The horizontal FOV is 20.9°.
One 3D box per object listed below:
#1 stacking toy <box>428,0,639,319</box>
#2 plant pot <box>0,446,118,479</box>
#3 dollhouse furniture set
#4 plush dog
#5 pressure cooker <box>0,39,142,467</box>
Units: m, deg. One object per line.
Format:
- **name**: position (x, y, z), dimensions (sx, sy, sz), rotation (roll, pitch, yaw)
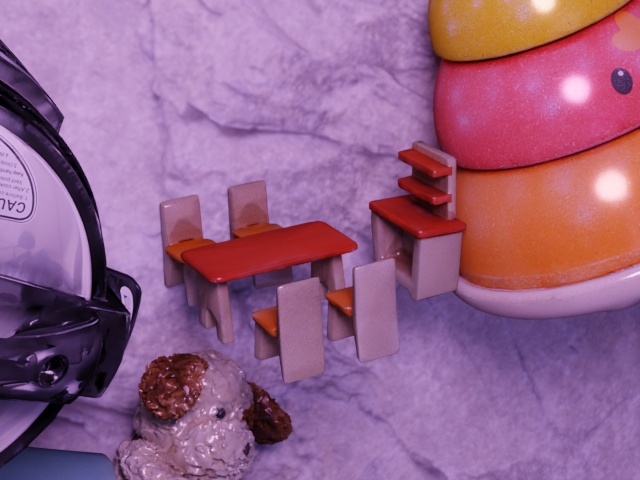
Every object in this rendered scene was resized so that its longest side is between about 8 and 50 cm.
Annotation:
- **stacking toy**: position (0.210, -0.195, 1.654), dimensions (0.350, 0.350, 0.480), rotation (-30, 111, -16)
- **plant pot**: position (-0.337, 0.312, 1.559), dimensions (0.235, 0.293, 0.293), rotation (15, 102, -20)
- **dollhouse furniture set**: position (0.000, 0.000, 1.625), dimensions (0.259, 0.262, 0.135), rotation (-13, 114, -25)
- **plush dog**: position (-0.135, 0.218, 1.715), dimensions (0.262, 0.210, 0.225), rotation (32, 77, -63)
- **pressure cooker**: position (-0.358, 0.006, 1.323), dimensions (0.370, 0.420, 0.375), rotation (-29, 122, -13)
